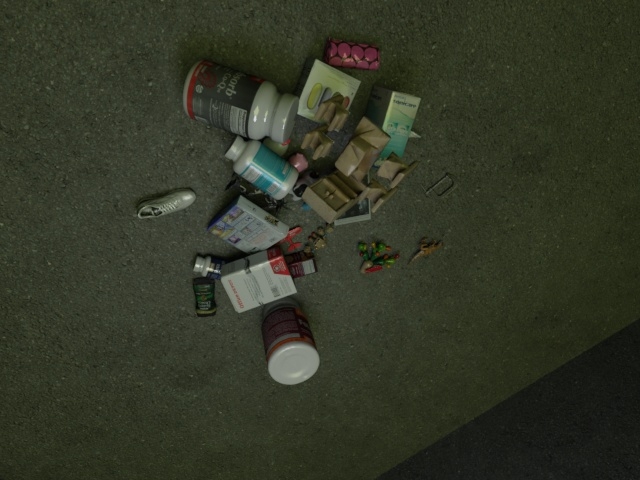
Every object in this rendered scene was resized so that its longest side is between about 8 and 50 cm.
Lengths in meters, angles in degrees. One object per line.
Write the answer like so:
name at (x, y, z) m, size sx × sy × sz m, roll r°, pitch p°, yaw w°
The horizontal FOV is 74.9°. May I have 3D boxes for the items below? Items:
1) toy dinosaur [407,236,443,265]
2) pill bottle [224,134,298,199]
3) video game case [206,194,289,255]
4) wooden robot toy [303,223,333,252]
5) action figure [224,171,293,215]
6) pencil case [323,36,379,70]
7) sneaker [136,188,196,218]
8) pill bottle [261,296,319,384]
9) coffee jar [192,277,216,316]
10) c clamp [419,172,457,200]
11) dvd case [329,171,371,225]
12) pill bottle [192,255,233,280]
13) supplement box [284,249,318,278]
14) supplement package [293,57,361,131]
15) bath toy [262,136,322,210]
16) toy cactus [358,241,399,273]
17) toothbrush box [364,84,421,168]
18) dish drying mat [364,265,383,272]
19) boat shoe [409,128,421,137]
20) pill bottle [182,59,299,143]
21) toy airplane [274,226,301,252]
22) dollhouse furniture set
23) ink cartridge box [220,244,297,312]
toy dinosaur at (0.518, 0.051, 2.076) m, size 0.212 × 0.064 × 0.112 m, roll -27°, pitch 120°, yaw 0°
pill bottle at (-0.223, -0.278, 1.561) m, size 0.264 × 0.146 × 0.146 m, roll 34°, pitch 104°, yaw -23°
video game case at (-0.304, -0.052, 1.740) m, size 0.244 × 0.061 × 0.270 m, roll 32°, pitch 141°, yaw -26°
wooden robot toy at (0.000, 0.000, 1.926) m, size 0.173 × 0.076 × 0.079 m, roll -51°, pitch 140°, yaw 5°
action figure at (-0.245, -0.193, 1.706) m, size 0.276 × 0.163 × 0.141 m, roll 30°, pitch 150°, yaw -32°
pencil case at (0.122, -0.708, 1.590) m, size 0.210 × 0.095 × 0.098 m, roll 1°, pitch 99°, yaw -17°
sneaker at (-0.617, -0.140, 1.681) m, size 0.235 × 0.094 × 0.090 m, roll -19°, pitch 117°, yaw -6°
pill bottle at (-0.151, 0.439, 1.912) m, size 0.224 × 0.392 × 0.223 m, roll -6°, pitch 117°, yaw -12°
coffee jar at (-0.527, 0.264, 1.910) m, size 0.096 × 0.079 × 0.184 m, roll -4°, pitch 117°, yaw -12°
c clamp at (0.564, -0.256, 1.959) m, size 0.161 × 0.022 × 0.137 m, roll -35°, pitch 118°, yaw 5°
dvd case at (0.136, -0.192, 1.880) m, size 0.180 × 0.029 × 0.238 m, roll -11°, pitch 118°, yaw -9°
pill bottle at (-0.470, 0.121, 1.845) m, size 0.170 × 0.094 × 0.094 m, roll 16°, pitch 111°, yaw -21°
supplement box at (-0.117, 0.114, 1.924) m, size 0.188 × 0.104 × 0.080 m, roll -16°, pitch 118°, yaw -7°
supplement package at (0.010, -0.557, 1.599) m, size 0.194 × 0.149 × 0.203 m, roll 17°, pitch 109°, yaw -21°
bath toy at (-0.096, -0.291, 1.714) m, size 0.129 × 0.151 × 0.348 m, roll -17°, pitch 122°, yaw 38°
toy cactus at (0.260, 0.093, 2.020) m, size 0.219 × 0.112 × 0.180 m, roll 17°, pitch 121°, yaw -31°
toothbrush box at (0.258, -0.451, 1.676) m, size 0.126 × 0.216 × 0.295 m, roll 6°, pitch 113°, yaw -18°
dish drying mat at (0.257, 0.140, 2.017) m, size 0.084 × 0.008 × 0.032 m, roll -17°, pitch 142°, yaw 17°
boat shoe at (0.390, -0.463, 1.810) m, size 0.100 × 0.035 × 0.035 m, roll 15°, pitch 138°, yaw -24°
pill bottle at (-0.273, -0.478, 1.470) m, size 0.364 × 0.210 × 0.210 m, roll 19°, pitch 111°, yaw 2°
toy airplane at (-0.140, -0.003, 1.904) m, size 0.151 × 0.028 × 0.151 m, roll -5°, pitch 118°, yaw -10°
dollhouse furniture set at (0.130, -0.281, 1.550) m, size 0.362 × 0.256 × 0.394 m, roll 43°, pitch 136°, yaw 8°
ink cartridge box at (-0.264, 0.166, 1.794) m, size 0.273 × 0.114 × 0.196 m, roll -20°, pitch 117°, yaw -2°
